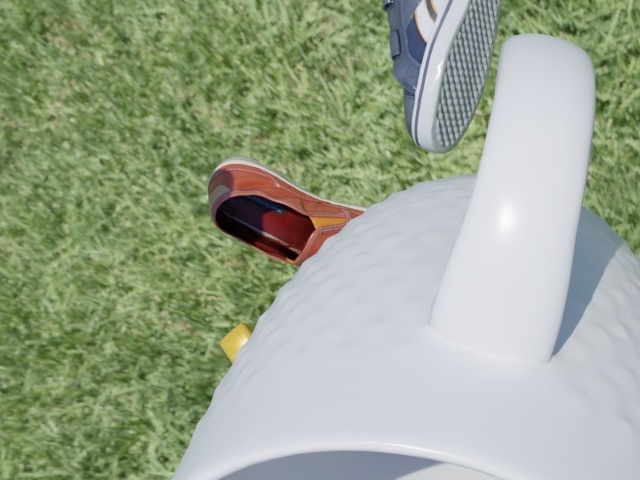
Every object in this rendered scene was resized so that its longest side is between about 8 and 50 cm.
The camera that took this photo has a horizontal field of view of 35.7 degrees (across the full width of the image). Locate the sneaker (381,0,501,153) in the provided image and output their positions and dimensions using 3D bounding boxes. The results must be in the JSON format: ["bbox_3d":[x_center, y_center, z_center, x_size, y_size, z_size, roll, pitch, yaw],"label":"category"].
[{"bbox_3d":[0.133,-0.261,1.148,0.127,0.126,0.321,13,86,31],"label":"sneaker"}]

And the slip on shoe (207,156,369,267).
[{"bbox_3d":[0.000,0.000,1.307,0.331,0.101,0.123,25,123,-8],"label":"slip on shoe"}]

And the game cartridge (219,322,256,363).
[{"bbox_3d":[0.031,0.247,1.204,0.053,0.285,0.323,-39,71,6],"label":"game cartridge"}]

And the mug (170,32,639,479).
[{"bbox_3d":[0.088,0.071,0.554,0.276,0.328,0.374,12,124,10],"label":"mug"}]
